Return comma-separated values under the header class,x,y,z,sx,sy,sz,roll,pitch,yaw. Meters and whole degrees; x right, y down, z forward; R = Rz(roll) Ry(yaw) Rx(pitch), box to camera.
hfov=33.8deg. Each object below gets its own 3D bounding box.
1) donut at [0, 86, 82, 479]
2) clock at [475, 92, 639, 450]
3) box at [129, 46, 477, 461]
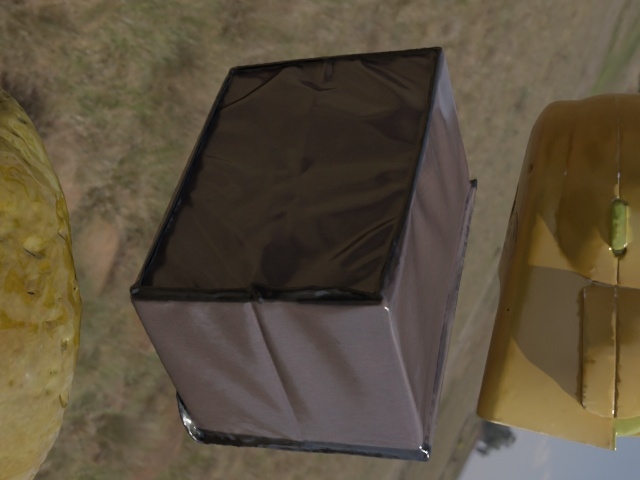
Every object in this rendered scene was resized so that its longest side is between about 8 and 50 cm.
class,x,y,z,sx,sy,sz,roll,pitch,yaw
donut,-0.197,0.041,0.388,0.261,0.208,0.128,-30,163,38
clock,0.264,0.016,1.014,0.244,0.200,0.317,-43,136,-76
box,0.000,0.000,0.737,0.153,0.188,0.252,68,31,-42
